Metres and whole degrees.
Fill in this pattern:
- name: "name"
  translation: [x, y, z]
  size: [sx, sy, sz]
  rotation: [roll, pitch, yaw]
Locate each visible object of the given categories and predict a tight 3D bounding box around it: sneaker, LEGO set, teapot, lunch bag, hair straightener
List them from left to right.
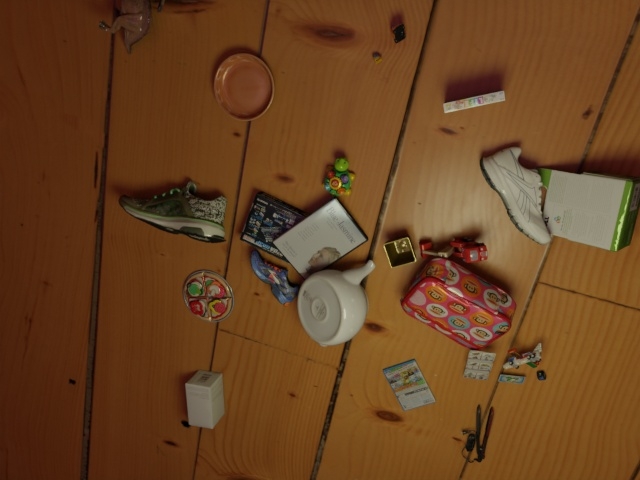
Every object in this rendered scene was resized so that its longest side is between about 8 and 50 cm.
- name: "sneaker"
  translation: [-0.483, -0.117, 1.688]
  size: [0.411, 0.158, 0.181]
  rotation: [15, 78, 13]
- name: "sneaker"
  translation: [-0.152, 0.113, 1.675]
  size: [0.087, 0.083, 0.221]
  rotation: [-39, 98, 9]
- name: "teapot"
  translation: [0.061, 0.210, 1.586]
  size: [0.256, 0.187, 0.252]
  rotation: [-17, 81, 46]
- name: "lunch bag"
  translation: [0.396, 0.200, 1.485]
  size: [0.293, 0.120, 0.258]
  rotation: [30, 144, 2]
- name: "hair straightener"
  translation: [0.514, 0.648, 1.659]
  size: [0.089, 0.047, 0.230]
  rotation: [8, 112, 14]
- name: "LEGO set"
  translation: [0.576, 0.379, 1.539]
  size: [0.245, 0.060, 0.182]
  rotation: [3, 140, 11]
- name: "sneaker"
  translation: [0.560, -0.125, 1.369]
  size: [0.129, 0.111, 0.297]
  rotation: [-30, 89, 14]

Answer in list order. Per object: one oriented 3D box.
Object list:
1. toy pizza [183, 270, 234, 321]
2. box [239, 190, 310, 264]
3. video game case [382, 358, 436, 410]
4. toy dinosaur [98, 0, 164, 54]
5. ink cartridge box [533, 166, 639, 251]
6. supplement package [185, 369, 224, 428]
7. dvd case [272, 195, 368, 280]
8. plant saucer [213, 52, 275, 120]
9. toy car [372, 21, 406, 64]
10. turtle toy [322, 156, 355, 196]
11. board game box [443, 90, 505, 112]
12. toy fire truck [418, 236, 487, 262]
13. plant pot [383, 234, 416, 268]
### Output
- name: "toy pizza"
  translation: [-0.407, 0.205, 1.790]
  size: [0.202, 0.032, 0.201]
  rotation: [5, 107, 15]
- name: "box"
  translation: [-0.136, -0.037, 1.631]
  size: [0.220, 0.051, 0.175]
  rotation: [25, 111, 7]
- name: "video game case"
  translation: [0.300, 0.490, 1.683]
  size: [0.119, 0.015, 0.166]
  rotation: [-25, 98, 22]
- name: "toy dinosaur"
  translation: [-0.553, -0.704, 1.519]
  size: [0.201, 0.127, 0.295]
  rotation: [17, 116, 3]
- name: "ink cartridge box"
  translation: [0.710, -0.098, 1.358]
  size: [0.255, 0.097, 0.188]
  rotation: [22, 116, 46]
- name: "supplement package"
  translation: [-0.433, 0.597, 1.875]
  size: [0.105, 0.105, 0.179]
  rotation: [4, 106, 14]
- name: "dvd case"
  translation: [0.000, 0.000, 1.576]
  size: [0.253, 0.022, 0.180]
  rotation: [-35, 109, 13]
- name: "plant saucer"
  translation: [-0.231, -0.472, 1.537]
  size: [0.200, 0.037, 0.199]
  rotation: [4, 106, 14]
- name: "toy car"
  translation: [0.183, -0.557, 1.386]
  size: [0.122, 0.060, 0.040]
  rotation: [-39, 61, 16]
- name: "turtle toy"
  translation: [0.055, -0.193, 1.522]
  size: [0.095, 0.066, 0.130]
  rotation: [18, 110, 10]
- name: "board game box"
  translation: [0.413, -0.375, 1.346]
  size: [0.154, 0.103, 0.026]
  rotation: [-8, 104, 18]
- name: "toy fire truck"
  translation: [0.383, 0.030, 1.456]
  size: [0.135, 0.192, 0.047]
  rotation: [-12, 103, -10]
- name: "plant pot"
  translation: [0.247, 0.027, 1.523]
  size: [0.081, 0.083, 0.081]
  rotation: [-17, 100, 20]
